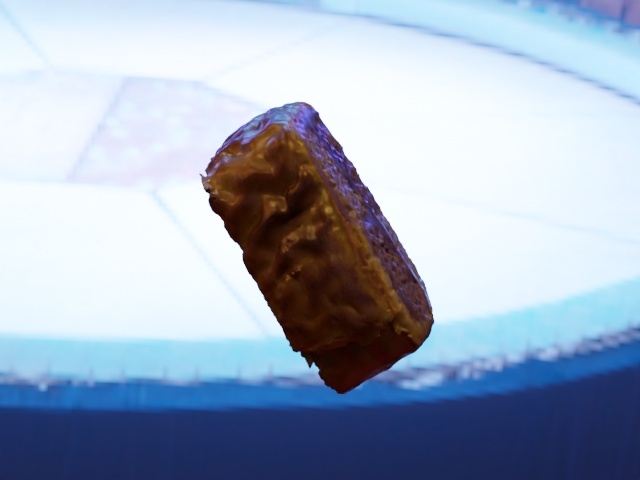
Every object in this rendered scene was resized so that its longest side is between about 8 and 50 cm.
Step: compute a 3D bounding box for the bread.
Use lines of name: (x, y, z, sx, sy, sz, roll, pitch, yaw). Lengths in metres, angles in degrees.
bread: (0.000, 0.000, 1.444, 0.096, 0.222, 0.181, -31, 3, 12)
